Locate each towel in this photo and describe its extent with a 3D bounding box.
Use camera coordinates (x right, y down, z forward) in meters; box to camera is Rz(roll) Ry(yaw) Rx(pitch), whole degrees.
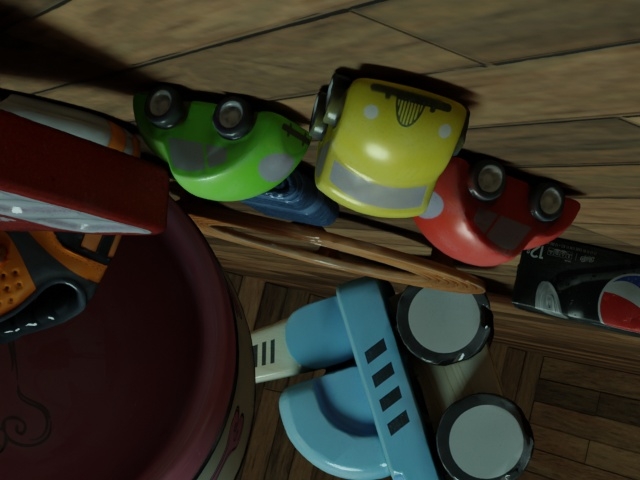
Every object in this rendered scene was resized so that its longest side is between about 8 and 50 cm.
[{"bbox_3d":[-0.029,-0.036,0.843,0.067,0.029,0.119,13,174,16],"label":"towel"}]

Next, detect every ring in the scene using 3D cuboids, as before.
[{"bbox_3d":[0.000,0.000,1.178,0.337,0.032,0.336,13,176,1],"label":"ring"}]

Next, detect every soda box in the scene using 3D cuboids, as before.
[{"bbox_3d":[0.225,0.040,0.860,0.169,0.053,0.060,12,175,13],"label":"soda box"}]

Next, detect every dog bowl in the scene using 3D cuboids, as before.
[{"bbox_3d":[-0.246,0.091,0.941,0.408,0.408,0.150,14,156,-3],"label":"dog bowl"}]

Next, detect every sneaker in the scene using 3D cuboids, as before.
[{"bbox_3d":[-0.294,-0.024,0.833,0.321,0.180,0.124,12,175,15],"label":"sneaker"}]

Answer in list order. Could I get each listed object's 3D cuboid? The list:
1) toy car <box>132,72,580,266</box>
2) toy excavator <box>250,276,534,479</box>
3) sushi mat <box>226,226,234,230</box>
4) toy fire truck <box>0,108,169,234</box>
[{"bbox_3d":[-0.002,-0.036,0.616,0.225,0.053,0.239,11,174,27],"label":"toy car"},{"bbox_3d":[-0.010,0.146,1.429,0.445,0.433,0.222,-19,171,6],"label":"toy excavator"},{"bbox_3d":[-0.269,-0.050,1.429,0.317,0.019,0.151,16,174,-27],"label":"sushi mat"},{"bbox_3d":[-0.252,-0.049,0.593,0.254,0.169,0.302,-1,169,29],"label":"toy fire truck"}]
